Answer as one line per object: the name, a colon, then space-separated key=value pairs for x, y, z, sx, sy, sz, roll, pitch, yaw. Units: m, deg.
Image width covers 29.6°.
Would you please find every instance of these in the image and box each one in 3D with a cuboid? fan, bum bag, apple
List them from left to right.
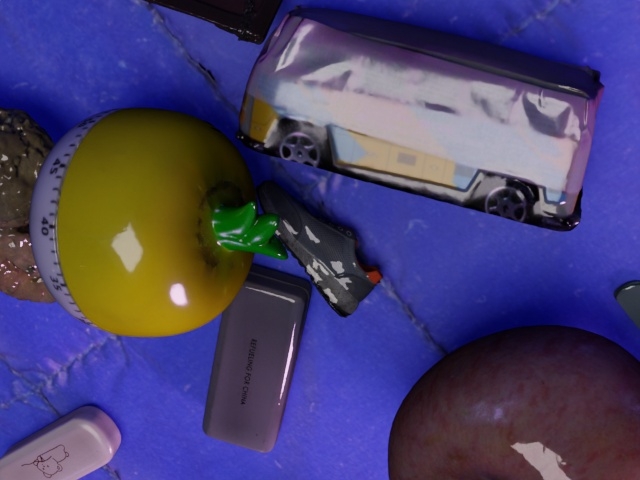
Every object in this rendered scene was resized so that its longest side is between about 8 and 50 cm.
bum bag: x=-0.116 y=-0.283 z=1.328 sx=0.159 sy=0.109 sz=0.026 roll=21 pitch=158 yaw=8
apple: x=0.228 y=0.253 z=1.360 sx=0.344 sy=0.269 sz=0.345 roll=-2 pitch=86 yaw=38
fan: x=0.409 y=0.129 z=1.430 sx=0.038 sy=0.016 sz=0.193 roll=-31 pitch=104 yaw=22

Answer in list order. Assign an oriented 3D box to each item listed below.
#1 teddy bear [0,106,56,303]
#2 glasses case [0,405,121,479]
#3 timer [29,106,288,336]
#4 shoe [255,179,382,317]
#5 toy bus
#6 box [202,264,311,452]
teddy bear: x=-0.406 y=-0.054 z=1.472 sx=0.267 sy=0.156 sz=0.256 roll=32 pitch=116 yaw=0
glasses case: x=-0.365 y=0.298 z=1.684 sx=0.196 sy=0.050 sz=0.083 roll=-31 pitch=102 yaw=25
timer: x=-0.154 y=-0.017 z=1.345 sx=0.285 sy=0.285 sz=0.285 roll=5 pitch=116 yaw=11
shoe: x=-0.001 y=-0.001 z=1.449 sx=0.077 sy=0.074 sz=0.194 roll=-36 pitch=100 yaw=1
toy bus: x=0.107 y=-0.144 z=1.302 sx=0.386 sy=0.171 sz=0.162 roll=15 pitch=107 yaw=7
box: x=-0.083 y=0.152 z=1.542 sx=0.103 sy=0.055 sz=0.244 roll=16 pitch=118 yaw=7
